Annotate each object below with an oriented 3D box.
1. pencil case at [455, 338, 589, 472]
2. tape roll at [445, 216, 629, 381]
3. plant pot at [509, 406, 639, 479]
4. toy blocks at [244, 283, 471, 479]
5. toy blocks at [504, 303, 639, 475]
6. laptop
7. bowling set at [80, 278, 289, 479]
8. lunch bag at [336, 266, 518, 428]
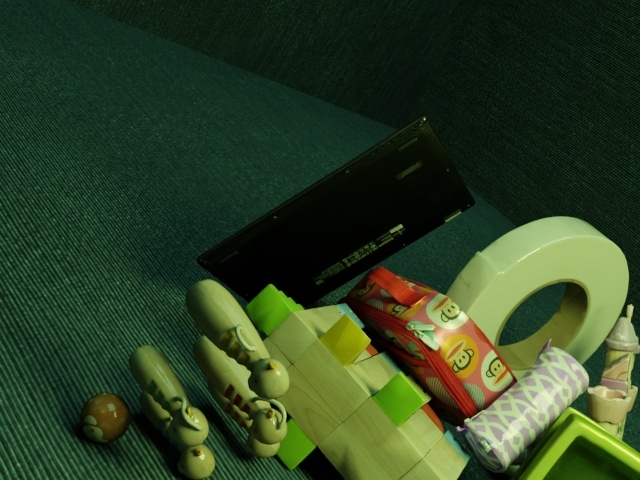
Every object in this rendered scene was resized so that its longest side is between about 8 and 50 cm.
[{"bbox_3d":[0.286,0.237,1.249,0.088,0.206,0.086,44,-24,23],"label":"pencil case"},{"bbox_3d":[0.385,0.134,1.610,0.392,0.392,0.072,18,23,-38],"label":"tape roll"},{"bbox_3d":[0.375,0.375,1.225,0.228,0.227,0.207,35,8,9],"label":"plant pot"},{"bbox_3d":[0.067,0.227,1.209,0.381,0.191,0.261,48,12,13],"label":"toy blocks"},{"bbox_3d":[0.467,0.250,1.457,0.309,0.260,0.289,8,9,22],"label":"toy blocks"},{"bbox_3d":[0.023,-0.066,1.441,0.408,0.382,0.236,46,14,-55],"label":"laptop"},{"bbox_3d":[-0.142,0.199,0.971,0.154,0.200,0.287,48,-20,27],"label":"bowling set"},{"bbox_3d":[0.153,0.150,1.374,0.258,0.120,0.293,54,-14,-21],"label":"lunch bag"}]
